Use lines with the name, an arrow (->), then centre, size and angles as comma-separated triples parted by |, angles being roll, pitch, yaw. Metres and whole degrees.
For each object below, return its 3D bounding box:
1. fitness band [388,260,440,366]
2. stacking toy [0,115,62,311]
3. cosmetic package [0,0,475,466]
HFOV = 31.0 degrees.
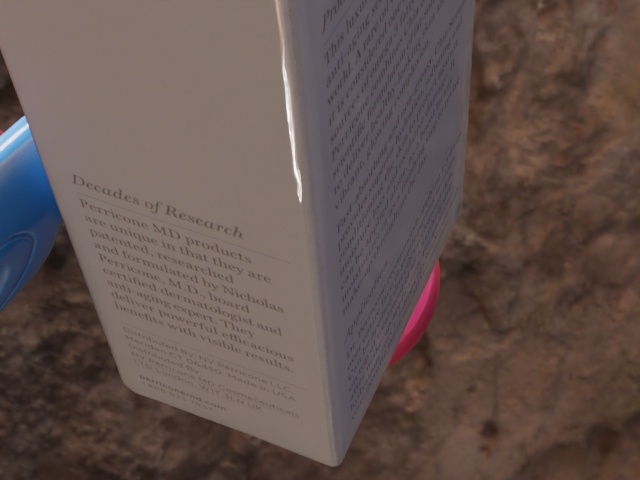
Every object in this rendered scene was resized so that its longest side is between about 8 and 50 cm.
fitness band -> 0.000, 0.000, 1.149 | 0.054, 0.209, 0.290 | 55, -168, -66
stacking toy -> -0.305, -0.051, 0.622 | 0.165, 0.302, 0.175 | -53, -3, -42
cosmetic package -> -0.027, -0.099, 0.608 | 0.453, 0.162, 0.230 | 86, -153, -51
